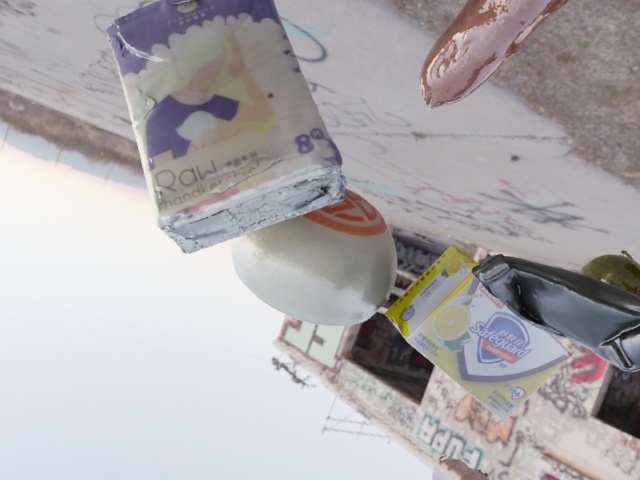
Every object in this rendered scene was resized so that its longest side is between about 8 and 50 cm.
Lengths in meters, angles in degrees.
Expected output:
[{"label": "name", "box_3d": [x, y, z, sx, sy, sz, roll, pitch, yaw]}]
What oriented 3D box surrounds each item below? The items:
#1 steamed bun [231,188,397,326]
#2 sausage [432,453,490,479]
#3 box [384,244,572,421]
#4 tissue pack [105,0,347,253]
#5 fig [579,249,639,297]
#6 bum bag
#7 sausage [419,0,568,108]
[{"label": "steamed bun", "box_3d": [0.000, 0.000, 0.951, 0.282, 0.177, 0.283, 18, -155, -9]}, {"label": "sausage", "box_3d": [0.312, 0.535, 1.256, 0.094, 0.094, 0.419, 10, 167, 5]}, {"label": "box", "box_3d": [0.257, 0.153, 0.946, 0.265, 0.168, 0.097, 42, -174, -23]}, {"label": "tissue pack", "box_3d": [-0.128, -0.175, 0.785, 0.242, 0.344, 0.125, -20, 160, -2]}, {"label": "fig", "box_3d": [0.581, 0.071, 1.127, 0.124, 0.124, 0.236, 21, -152, 34]}, {"label": "bum bag", "box_3d": [0.300, 0.088, 0.648, 0.326, 0.080, 0.142, 23, 174, 40]}, {"label": "sausage", "box_3d": [0.258, -0.302, 0.595, 0.087, 0.433, 0.088, 32, -147, -24]}]
